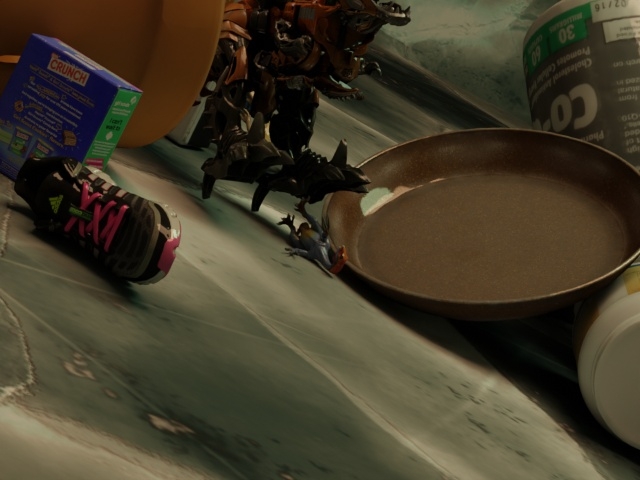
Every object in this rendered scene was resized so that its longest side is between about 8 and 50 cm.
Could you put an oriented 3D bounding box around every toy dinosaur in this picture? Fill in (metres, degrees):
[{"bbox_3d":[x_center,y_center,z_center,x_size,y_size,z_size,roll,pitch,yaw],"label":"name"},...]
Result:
[{"bbox_3d":[0.000,0.000,1.800,0.082,0.047,0.090,53,9,21],"label":"toy dinosaur"},{"bbox_3d":[-0.061,-0.107,2.046,0.092,0.053,0.183,56,16,11],"label":"toy dinosaur"},{"bbox_3d":[-0.041,-0.150,1.828,0.164,0.218,0.322,2,-18,-29],"label":"toy dinosaur"}]

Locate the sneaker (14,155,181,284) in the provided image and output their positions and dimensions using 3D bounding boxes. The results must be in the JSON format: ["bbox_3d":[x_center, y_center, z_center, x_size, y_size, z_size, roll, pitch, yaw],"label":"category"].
[{"bbox_3d":[-0.165,-0.018,1.425,0.075,0.063,0.170,19,10,-41],"label":"sneaker"}]

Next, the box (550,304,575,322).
[{"bbox_3d":[0.231,0.010,2.168,0.158,0.093,0.156,20,13,-39],"label":"box"}]

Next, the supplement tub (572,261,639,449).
[{"bbox_3d":[0.298,0.104,1.766,0.144,0.144,0.200,28,12,0],"label":"supplement tub"}]

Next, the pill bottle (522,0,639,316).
[{"bbox_3d":[0.325,-0.062,2.018,0.204,0.204,0.361,19,54,-39],"label":"pill bottle"}]

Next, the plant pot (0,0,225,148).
[{"bbox_3d":[-0.242,-0.221,1.661,0.203,0.291,0.291,-3,29,-39],"label":"plant pot"}]

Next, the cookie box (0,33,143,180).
[{"bbox_3d":[-0.203,-0.091,1.539,0.092,0.107,0.040,32,12,20],"label":"cookie box"}]

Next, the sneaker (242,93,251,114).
[{"bbox_3d":[-0.124,-0.193,2.261,0.081,0.080,0.211,37,13,26],"label":"sneaker"}]

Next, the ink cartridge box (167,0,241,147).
[{"bbox_3d":[-0.227,-0.258,2.055,0.371,0.176,0.069,32,12,22],"label":"ink cartridge box"}]

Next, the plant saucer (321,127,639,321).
[{"bbox_3d":[0.156,-0.011,1.853,0.310,0.050,0.310,-2,32,1],"label":"plant saucer"}]
